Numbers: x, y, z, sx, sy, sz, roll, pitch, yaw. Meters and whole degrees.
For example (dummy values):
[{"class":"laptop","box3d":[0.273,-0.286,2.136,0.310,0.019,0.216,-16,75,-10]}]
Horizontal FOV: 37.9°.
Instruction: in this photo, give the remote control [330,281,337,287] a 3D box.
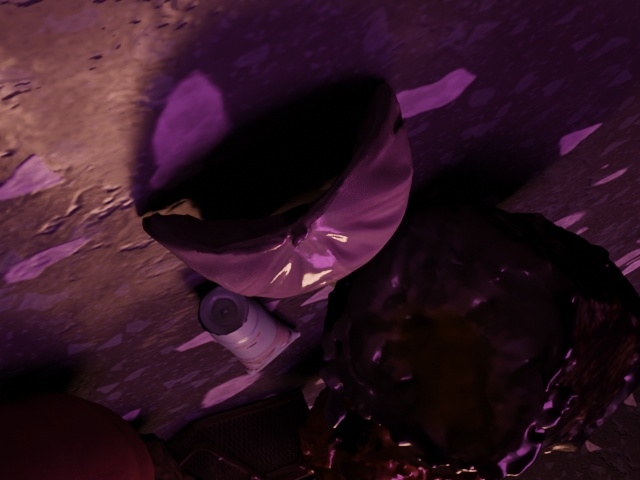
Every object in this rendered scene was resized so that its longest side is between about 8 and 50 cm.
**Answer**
[{"class":"remote control","box3d":[0.048,0.046,1.110,0.050,0.027,0.184,-35,156,10]}]

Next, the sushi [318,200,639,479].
[{"class":"sushi","box3d":[0.183,0.102,1.039,0.294,0.299,0.281,1,107,-57]}]

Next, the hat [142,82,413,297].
[{"class":"hat","box3d":[0.000,0.000,0.752,0.220,0.164,0.226,-29,140,8]}]

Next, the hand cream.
[{"class":"hand cream","box3d":[-0.078,0.104,1.053,0.085,0.058,0.331,-44,167,-6]}]

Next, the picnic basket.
[{"class":"picnic basket","box3d":[-0.120,0.357,1.511,0.267,0.139,0.165,-8,153,-47]}]

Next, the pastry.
[{"class":"pastry","box3d":[0.148,0.274,1.460,0.405,0.292,0.337,-32,174,-27]}]

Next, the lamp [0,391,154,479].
[{"class":"lamp","box3d":[-0.306,0.292,0.921,0.305,0.239,0.305,-25,160,-10]}]

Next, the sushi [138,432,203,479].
[{"class":"sushi","box3d":[-0.315,0.370,1.185,0.350,0.211,0.171,-20,156,-40]}]
